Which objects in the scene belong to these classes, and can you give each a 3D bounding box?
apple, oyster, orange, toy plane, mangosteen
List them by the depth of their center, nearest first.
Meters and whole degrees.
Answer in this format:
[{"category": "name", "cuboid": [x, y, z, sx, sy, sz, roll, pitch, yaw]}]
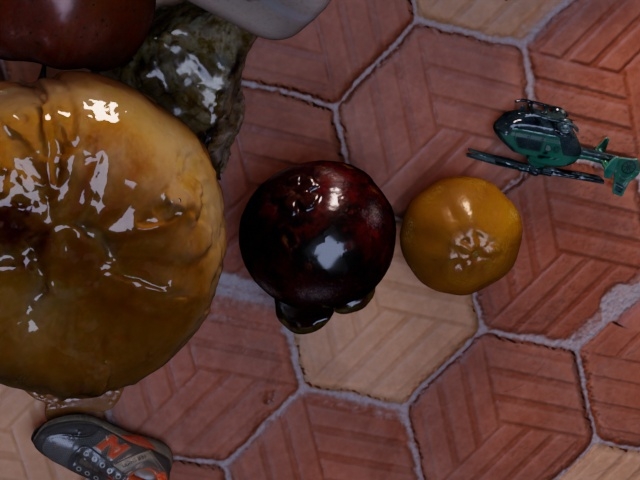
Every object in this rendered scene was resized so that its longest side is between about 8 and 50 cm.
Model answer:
[{"category": "apple", "cuboid": [-0.299, -0.293, 1.785, 0.234, 0.234, 0.234, -4, 108, -11]}, {"category": "oyster", "cuboid": [-0.183, -0.167, 1.911, 0.204, 0.111, 0.396, 21, 106, -15]}, {"category": "mangosteen", "cuboid": [0.000, 0.000, 1.962, 0.210, 0.210, 0.210, -4, 108, -11]}, {"category": "orange", "cuboid": [0.182, -0.005, 2.024, 0.159, 0.136, 0.159, -3, 108, -8]}, {"category": "toy plane", "cuboid": [0.311, -0.120, 2.058, 0.235, 0.060, 0.096, 12, 112, -12]}]

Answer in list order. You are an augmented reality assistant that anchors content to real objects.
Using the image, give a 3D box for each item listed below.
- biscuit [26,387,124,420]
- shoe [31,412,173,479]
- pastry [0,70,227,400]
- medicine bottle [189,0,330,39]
[{"category": "biscuit", "cuboid": [-0.323, 0.181, 2.032, 0.140, 0.023, 0.118, 20, 103, -18]}, {"category": "shoe", "cuboid": [-0.275, 0.282, 2.033, 0.194, 0.077, 0.074, 20, 116, -25]}, {"category": "pastry", "cuboid": [-0.304, -0.011, 1.789, 0.409, 0.245, 0.409, -4, 115, -9]}, {"category": "medicine bottle", "cuboid": [-0.151, -0.385, 1.743, 0.375, 0.282, 0.123, 26, 132, -29]}]
